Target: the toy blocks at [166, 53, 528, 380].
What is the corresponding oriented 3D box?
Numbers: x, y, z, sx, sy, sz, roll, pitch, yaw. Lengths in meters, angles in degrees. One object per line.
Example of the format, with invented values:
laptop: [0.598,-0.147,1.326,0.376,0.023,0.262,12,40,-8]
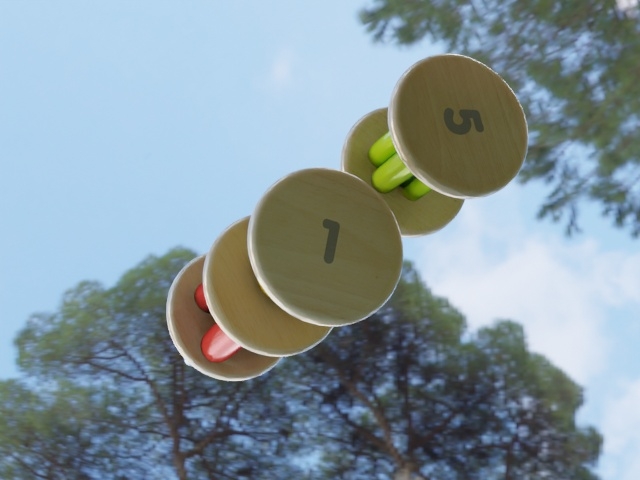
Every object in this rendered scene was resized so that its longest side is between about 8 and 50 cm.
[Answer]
toy blocks: [0.000,0.000,0.481,0.123,0.148,0.054,-42,-88,-27]
